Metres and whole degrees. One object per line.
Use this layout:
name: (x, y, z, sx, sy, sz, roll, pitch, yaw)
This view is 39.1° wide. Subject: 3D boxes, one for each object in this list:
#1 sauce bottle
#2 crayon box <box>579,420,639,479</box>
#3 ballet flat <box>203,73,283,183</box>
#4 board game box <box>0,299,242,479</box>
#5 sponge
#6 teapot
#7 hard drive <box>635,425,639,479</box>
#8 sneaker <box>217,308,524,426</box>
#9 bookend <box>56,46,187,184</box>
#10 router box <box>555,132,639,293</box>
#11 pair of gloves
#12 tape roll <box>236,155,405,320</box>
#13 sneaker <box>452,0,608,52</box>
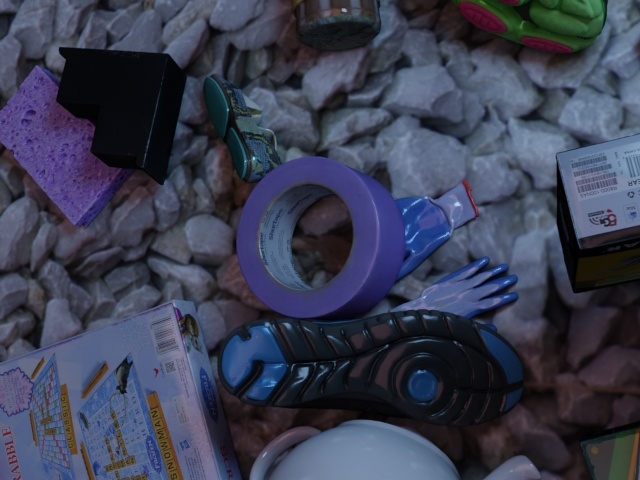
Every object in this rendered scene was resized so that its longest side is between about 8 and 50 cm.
sauce bottle: (0.006, -0.414, 1.112, 0.112, 0.111, 0.344, -9, 82, 17)
crayon box: (0.415, 0.332, 0.909, 0.203, 0.083, 0.322, -20, 79, 15)
ballet flat: (-0.095, -0.141, 1.137, 0.070, 0.070, 0.188, -33, 54, 12)
board game box: (-0.270, 0.274, 1.148, 0.318, 0.066, 0.318, -19, 79, 15)
sponge: (-0.357, -0.130, 1.240, 0.210, 0.031, 0.117, 45, 98, 18)
teapot: (0.059, 0.282, 0.981, 0.256, 0.252, 0.187, 29, 52, 0)
hard drive: (0.415, 0.291, 0.845, 0.233, 0.047, 0.352, 5, 85, 18)
sneaker: (0.058, 0.138, 1.032, 0.341, 0.139, 0.125, 6, 82, -1)
bookend: (-0.272, -0.163, 1.176, 0.156, 0.072, 0.157, 6, 77, 13)
router box: (0.353, -0.040, 0.736, 0.309, 0.243, 0.080, -13, 76, 12)
pair of gloves: (0.137, 0.032, 1.065, 0.159, 0.023, 0.198, -27, 76, 14)
tape roll: (0.000, 0.000, 1.068, 0.189, 0.080, 0.188, -4, 82, 27)
sneaker: (0.177, -0.425, 1.011, 0.202, 0.185, 0.482, -37, 90, -22)
